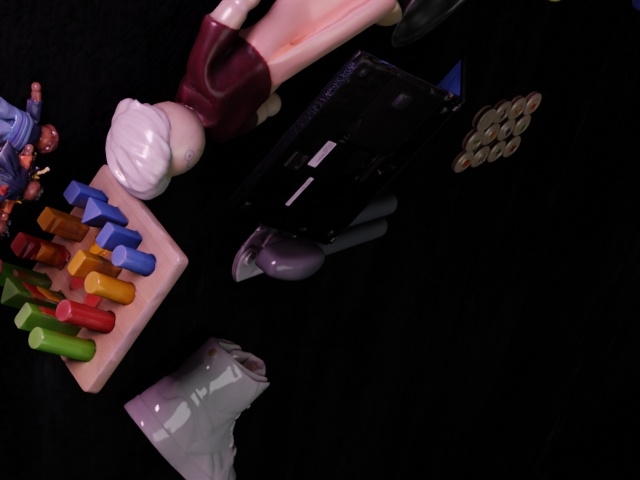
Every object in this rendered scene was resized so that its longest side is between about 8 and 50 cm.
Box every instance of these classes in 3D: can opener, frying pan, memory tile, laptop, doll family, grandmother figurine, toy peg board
[{"bbox_3d":[0.000,0.000,1.761,0.280,0.093,0.074,-23,145,-50],"label":"can opener"},{"bbox_3d":[0.131,-0.290,1.502,0.197,0.053,0.326,-44,171,3],"label":"frying pan"},{"bbox_3d":[0.242,-0.148,2.006,0.148,0.012,0.113,-19,143,-44],"label":"memory tile"},{"bbox_3d":[0.033,-0.123,1.625,0.264,0.136,0.234,18,123,-44],"label":"laptop"},{"bbox_3d":[-0.283,-0.045,1.266,0.193,0.076,0.111,-55,149,8],"label":"doll family"},{"bbox_3d":[-0.067,-0.166,1.404,0.342,0.104,0.208,-42,146,-18],"label":"grandmother figurine"},{"bbox_3d":[-0.228,0.027,1.369,0.079,0.161,0.160,20,111,-47],"label":"toy peg board"}]

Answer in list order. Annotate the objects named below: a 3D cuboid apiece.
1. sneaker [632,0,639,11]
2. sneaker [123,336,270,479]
[{"bbox_3d":[0.466,-0.352,1.972,0.081,0.090,0.232,-47,155,-1],"label":"sneaker"},{"bbox_3d":[-0.122,0.226,1.861,0.169,0.108,0.292,-40,153,-8],"label":"sneaker"}]
